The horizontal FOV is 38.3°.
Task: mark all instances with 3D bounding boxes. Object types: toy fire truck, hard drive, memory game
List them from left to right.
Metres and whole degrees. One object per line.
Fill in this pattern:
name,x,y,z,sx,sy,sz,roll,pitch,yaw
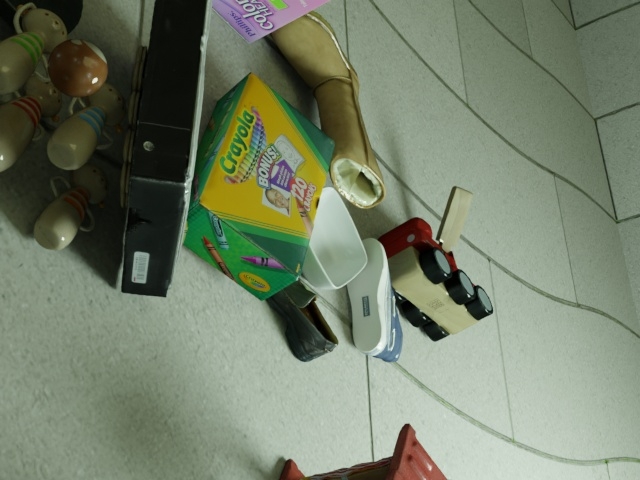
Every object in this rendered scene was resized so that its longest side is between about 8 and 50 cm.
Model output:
memory game,-0.211,-0.128,1.038,0.012,0.186,0.186,7,57,-10
hard drive,-0.171,-0.137,1.035,0.064,0.237,0.338,7,57,-11
toy fire truck,0.199,0.014,1.603,0.217,0.159,0.246,38,31,-40

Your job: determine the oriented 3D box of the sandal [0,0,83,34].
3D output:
sandal,-0.319,-0.428,1.077,0.168,0.107,0.445,31,45,-46

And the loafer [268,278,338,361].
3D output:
loafer,-0.029,0.082,1.271,0.170,0.061,0.062,63,33,-8

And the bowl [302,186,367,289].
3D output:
bowl,0.000,0.000,1.375,0.142,0.053,0.142,-36,104,-58

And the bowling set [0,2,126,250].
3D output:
bowling set,-0.262,-0.148,0.929,0.287,0.200,0.154,57,30,-25

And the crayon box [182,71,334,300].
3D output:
crayon box,-0.086,-0.077,1.231,0.165,0.081,0.278,38,41,-23

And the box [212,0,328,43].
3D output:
box,-0.043,-0.455,1.399,0.117,0.243,0.213,39,43,-39

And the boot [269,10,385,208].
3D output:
boot,0.015,-0.215,1.450,0.236,0.089,0.269,38,33,-42

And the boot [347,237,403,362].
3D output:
boot,0.089,0.096,1.454,0.086,0.069,0.189,34,53,-54

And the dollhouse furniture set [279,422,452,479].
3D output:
dollhouse furniture set,0.105,0.429,1.134,0.374,0.201,0.152,56,33,-19
